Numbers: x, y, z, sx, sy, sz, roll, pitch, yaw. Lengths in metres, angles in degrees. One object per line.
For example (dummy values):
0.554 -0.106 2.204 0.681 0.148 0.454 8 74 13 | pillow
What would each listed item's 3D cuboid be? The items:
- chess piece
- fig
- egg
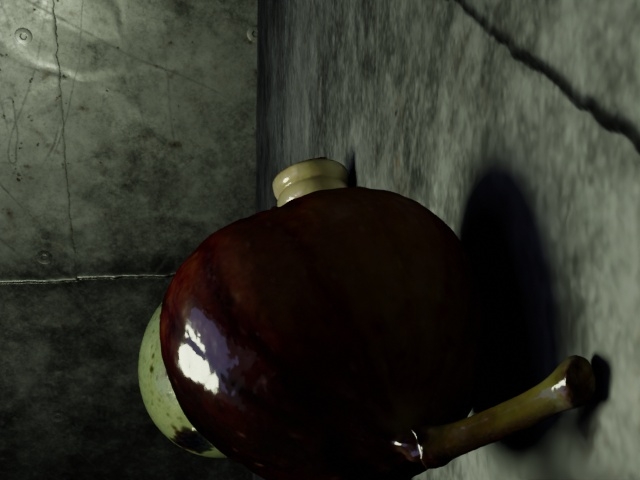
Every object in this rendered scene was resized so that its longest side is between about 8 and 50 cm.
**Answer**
0.000 0.000 1.024 0.094 0.094 0.170 104 159 -62 | chess piece
0.017 0.082 0.527 0.249 0.203 0.186 -121 29 -54 | fig
-0.169 0.206 1.554 0.379 0.287 0.287 -94 6 -69 | egg
